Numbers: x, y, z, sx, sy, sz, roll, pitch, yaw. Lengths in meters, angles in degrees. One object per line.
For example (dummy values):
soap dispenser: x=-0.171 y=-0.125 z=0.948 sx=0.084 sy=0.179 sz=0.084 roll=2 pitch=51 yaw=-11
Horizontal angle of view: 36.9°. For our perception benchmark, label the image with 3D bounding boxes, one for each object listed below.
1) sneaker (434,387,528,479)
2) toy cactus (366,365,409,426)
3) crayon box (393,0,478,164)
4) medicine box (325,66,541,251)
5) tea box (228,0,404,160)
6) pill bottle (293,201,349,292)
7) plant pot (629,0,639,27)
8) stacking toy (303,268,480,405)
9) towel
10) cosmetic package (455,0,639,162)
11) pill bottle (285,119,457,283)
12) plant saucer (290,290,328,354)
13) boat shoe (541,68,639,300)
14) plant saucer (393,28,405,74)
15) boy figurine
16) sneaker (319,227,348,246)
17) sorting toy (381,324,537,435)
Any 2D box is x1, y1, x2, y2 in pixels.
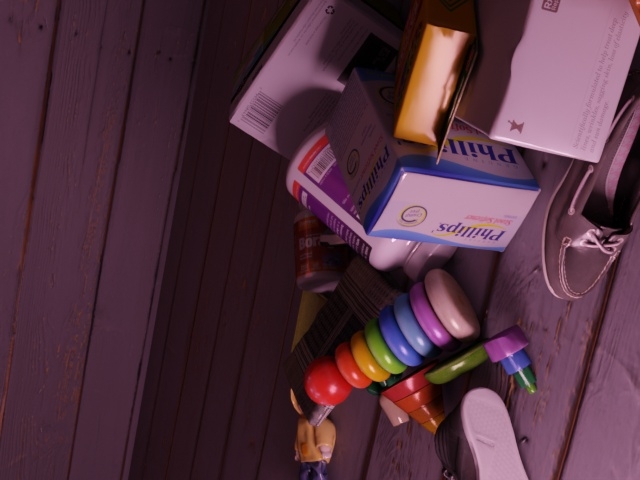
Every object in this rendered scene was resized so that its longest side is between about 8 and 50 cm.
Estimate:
sneaker: x=0.260 y=0.395 z=1.528 sx=0.147 sy=0.104 sz=0.296 roll=120 pitch=144 yaw=-64
toy cactus: x=0.129 y=0.269 z=1.867 sx=0.219 sy=0.112 sz=0.180 roll=-42 pitch=66 yaw=53
crayon box: x=0.176 y=-0.291 z=1.501 sx=0.318 sy=0.081 sz=0.202 roll=-84 pitch=7 yaw=-53
medicine box: x=0.181 y=-0.137 z=1.615 sx=0.289 sy=0.263 sz=0.149 roll=-110 pitch=34 yaw=-45
tea box: x=-0.009 y=-0.369 z=1.968 sx=0.329 sy=0.220 sz=0.323 roll=-52 pitch=17 yaw=20
pill bottle: x=0.000 y=0.000 z=2.163 sx=0.121 sy=0.121 sz=0.216 roll=140 pitch=131 yaw=-57
plant pot: x=0.457 y=-0.326 z=1.065 sx=0.291 sy=0.291 sz=0.203 roll=-4 pitch=97 yaw=66
stacking toy: x=0.107 y=0.188 z=1.674 sx=0.330 sy=0.141 sz=0.141 roll=-33 pitch=46 yaw=18
towel: x=0.047 y=0.191 z=1.911 sx=0.312 sy=0.056 sz=0.324 roll=-57 pitch=17 yaw=5
cosmetic package: x=0.300 y=-0.250 z=1.365 sx=0.385 sy=0.156 sz=0.217 roll=-101 pitch=26 yaw=-75
pill bottle: x=0.100 y=-0.069 z=1.762 sx=0.323 sy=0.181 sz=0.181 roll=42 pitch=130 yaw=20
plant saucer: x=-0.001 y=0.212 z=2.207 sx=0.188 sy=0.045 sz=0.188 roll=-147 pitch=66 yaw=-64
boat shoe: x=0.393 y=-0.069 z=1.315 sx=0.095 sy=0.112 sz=0.335 roll=-141 pitch=64 yaw=-68
plant saucer: x=0.185 y=-0.322 z=1.924 sx=0.259 sy=0.047 sz=0.258 roll=145 pitch=128 yaw=-60
boy figurine: x=-0.018 y=0.452 z=2.132 sx=0.177 sy=0.092 sz=0.285 roll=160 pitch=111 yaw=-67
sneaker: x=0.088 y=-0.080 z=1.977 sx=0.295 sy=0.123 sz=0.178 roll=-12 pitch=78 yaw=57
sorting toy: x=0.244 y=0.252 z=1.621 sx=0.126 sy=0.127 sz=0.365 roll=61 pitch=146 yaw=6
